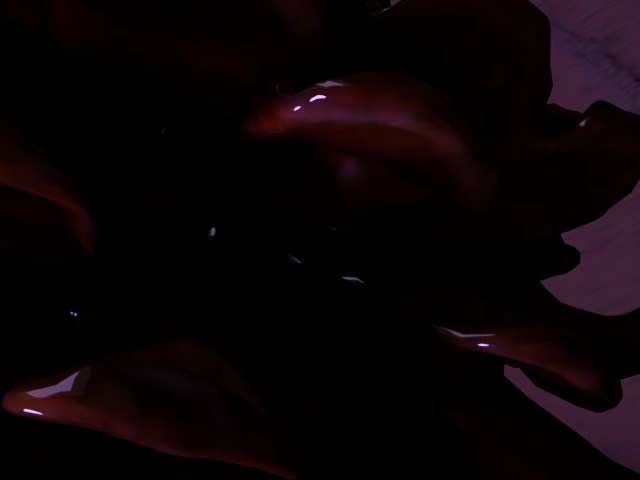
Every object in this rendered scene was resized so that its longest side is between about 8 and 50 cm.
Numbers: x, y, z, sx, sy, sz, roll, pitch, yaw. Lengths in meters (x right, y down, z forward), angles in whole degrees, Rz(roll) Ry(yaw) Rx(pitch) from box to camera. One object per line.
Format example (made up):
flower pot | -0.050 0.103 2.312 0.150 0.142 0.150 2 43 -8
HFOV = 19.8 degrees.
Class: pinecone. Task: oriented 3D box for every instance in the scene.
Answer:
pinecone | -0.077 0.058 0.583 0.398 0.398 0.398 -28 15 8
